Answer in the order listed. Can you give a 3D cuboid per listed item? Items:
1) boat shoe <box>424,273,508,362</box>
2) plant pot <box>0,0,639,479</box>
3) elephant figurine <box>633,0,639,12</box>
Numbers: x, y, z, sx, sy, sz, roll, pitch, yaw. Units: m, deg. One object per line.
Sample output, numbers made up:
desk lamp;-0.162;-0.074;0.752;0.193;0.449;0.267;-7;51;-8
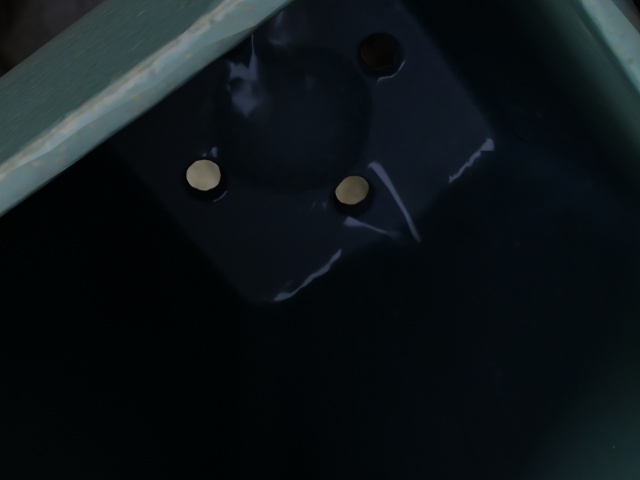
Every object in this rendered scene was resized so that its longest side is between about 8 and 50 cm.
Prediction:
boat shoe;0.166;0.135;0.633;0.335;0.121;0.119;35;105;7
plant pot;0.000;0.000;0.548;0.247;0.252;0.248;-35;114;9
elephant figurine;0.134;-0.162;0.550;0.186;0.239;0.169;-32;75;4
